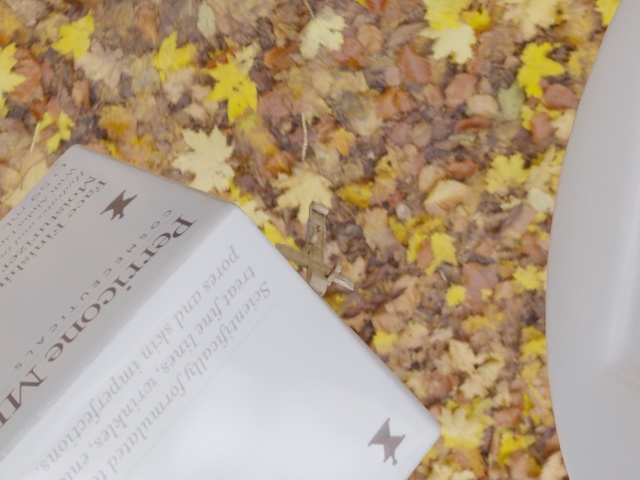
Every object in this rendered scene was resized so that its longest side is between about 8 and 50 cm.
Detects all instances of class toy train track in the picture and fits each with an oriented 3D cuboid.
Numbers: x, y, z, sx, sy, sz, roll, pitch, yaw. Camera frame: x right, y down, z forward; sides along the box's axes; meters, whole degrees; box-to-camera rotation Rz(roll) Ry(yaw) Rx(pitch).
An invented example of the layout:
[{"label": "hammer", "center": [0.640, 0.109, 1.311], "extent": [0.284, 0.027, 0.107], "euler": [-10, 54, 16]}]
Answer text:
[{"label": "toy train track", "center": [0.000, 0.000, 0.509], "extent": [0.048, 0.083, 0.014], "euler": [26, 120, -16]}]

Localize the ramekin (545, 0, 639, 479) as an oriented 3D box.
[{"label": "ramekin", "center": [0.174, 0.002, 0.269], "extent": [0.135, 0.277, 0.277], "euler": [8, 109, -9]}]

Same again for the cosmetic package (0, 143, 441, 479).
[{"label": "cosmetic package", "center": [-0.081, 0.070, 0.411], "extent": [0.151, 0.184, 0.151], "euler": [-50, 122, -14]}]
